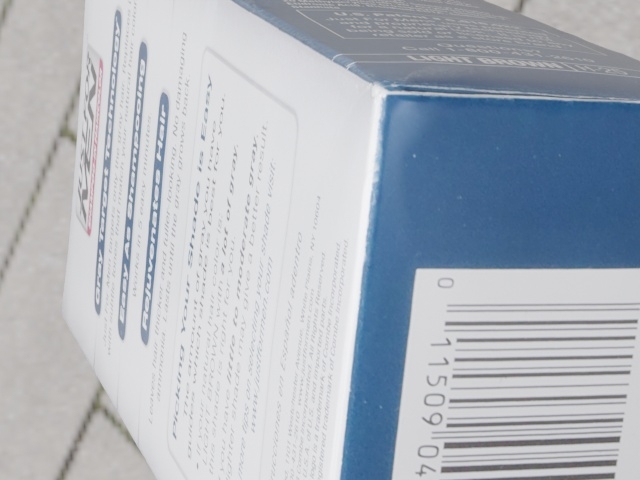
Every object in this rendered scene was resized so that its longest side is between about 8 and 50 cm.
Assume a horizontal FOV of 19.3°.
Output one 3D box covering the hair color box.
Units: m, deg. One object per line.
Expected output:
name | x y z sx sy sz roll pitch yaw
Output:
hair color box | 0.000 0.000 0.616 0.347 0.105 0.173 -138 52 -65
